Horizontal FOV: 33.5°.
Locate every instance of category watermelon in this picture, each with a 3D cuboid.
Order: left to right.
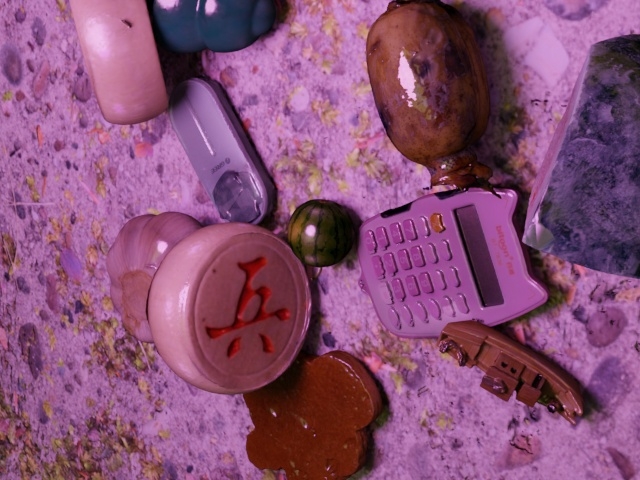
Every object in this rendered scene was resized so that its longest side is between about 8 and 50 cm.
[{"bbox_3d":[0.002,-0.007,1.510,0.109,0.109,0.109,10,108,33],"label":"watermelon"},{"bbox_3d":[0.331,-0.051,1.210,0.320,0.289,0.213,59,158,-8],"label":"watermelon"}]

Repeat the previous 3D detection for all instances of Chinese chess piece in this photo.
[{"bbox_3d":[-0.297,-0.302,1.547,0.102,0.273,0.273,-14,90,-8],"label":"Chinese chess piece"},{"bbox_3d":[-0.129,0.097,1.532,0.103,0.249,0.250,7,107,49],"label":"Chinese chess piece"}]

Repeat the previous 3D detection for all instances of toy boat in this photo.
[{"bbox_3d":[0.246,0.171,1.375,0.206,0.072,0.064,30,135,14],"label":"toy boat"}]

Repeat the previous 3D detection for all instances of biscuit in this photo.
[{"bbox_3d":[-0.015,0.275,1.629,0.290,0.041,0.208,-39,78,37],"label":"biscuit"}]

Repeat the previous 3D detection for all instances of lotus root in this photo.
[{"bbox_3d":[0.141,-0.171,1.334,0.154,0.154,0.278,-15,97,37],"label":"lotus root"}]

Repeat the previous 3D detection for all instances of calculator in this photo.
[{"bbox_3d":[0.168,0.032,1.439,0.294,0.043,0.194,-15,94,40],"label":"calculator"}]

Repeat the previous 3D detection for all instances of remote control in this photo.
[{"bbox_3d":[-0.149,-0.133,1.607,0.104,0.052,0.247,-30,85,38],"label":"remote control"}]

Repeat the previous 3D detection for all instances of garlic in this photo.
[{"bbox_3d":[-0.231,0.056,1.652,0.227,0.152,0.228,13,112,36],"label":"garlic"}]

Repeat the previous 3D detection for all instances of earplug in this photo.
[{"bbox_3d":[-0.172,-0.390,1.517,0.280,0.164,0.257,27,82,15],"label":"earplug"}]
